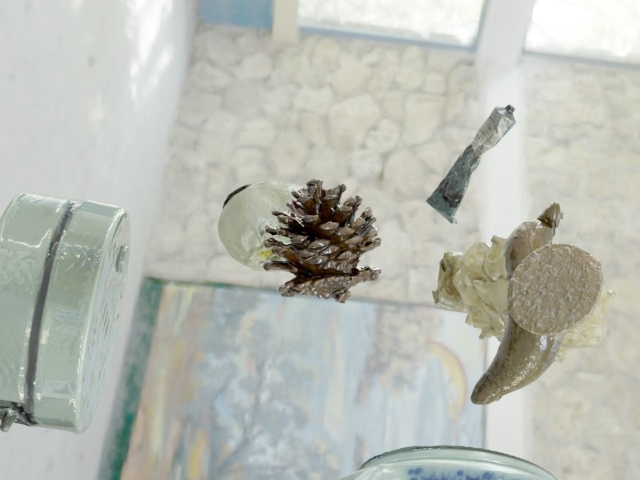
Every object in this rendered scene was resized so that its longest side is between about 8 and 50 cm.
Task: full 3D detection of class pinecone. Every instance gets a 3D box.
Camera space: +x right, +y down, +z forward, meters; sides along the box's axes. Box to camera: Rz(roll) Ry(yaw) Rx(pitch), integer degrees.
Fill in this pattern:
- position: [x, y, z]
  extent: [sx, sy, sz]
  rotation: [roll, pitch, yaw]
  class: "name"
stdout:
- position: [0.001, 0.003, 1.552]
  extent: [0.150, 0.179, 0.195]
  rotation: [-126, -151, -53]
  class: "pinecone"

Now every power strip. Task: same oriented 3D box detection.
- position: [-0.384, 0.113, 1.522]
  extent: [0.357, 0.161, 0.357]
  rotation: [-169, -90, -86]
  class: "power strip"

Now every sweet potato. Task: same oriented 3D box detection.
- position: [0.294, 0.095, 1.476]
  extent: [0.124, 0.098, 0.310]
  rotation: [-165, -93, -67]
  class: "sweet potato"

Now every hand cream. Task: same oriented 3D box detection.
- position: [0.289, -0.148, 1.965]
  extent: [0.248, 0.052, 0.075]
  rotation: [-60, -149, 24]
  class: "hand cream"

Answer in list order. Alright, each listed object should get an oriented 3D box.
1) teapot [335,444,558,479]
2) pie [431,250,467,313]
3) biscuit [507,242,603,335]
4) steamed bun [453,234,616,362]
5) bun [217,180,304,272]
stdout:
- position: [0.067, 0.196, 0.552]
  extent: [0.232, 0.159, 0.159]
  rotation: [40, 44, -38]
  class: "teapot"
- position: [0.344, 0.098, 2.027]
  extent: [0.068, 0.282, 0.128]
  rotation: [153, -53, -69]
  class: "pie"
- position: [0.268, 0.055, 1.208]
  extent: [0.015, 0.120, 0.120]
  rotation: [40, 47, -44]
  class: "biscuit"
- position: [0.345, 0.122, 1.796]
  extent: [0.137, 0.295, 0.292]
  rotation: [-62, 146, -23]
  class: "steamed bun"
- position: [-0.098, -0.012, 2.193]
  extent: [0.239, 0.239, 0.141]
  rotation: [97, -7, -55]
  class: "bun"
